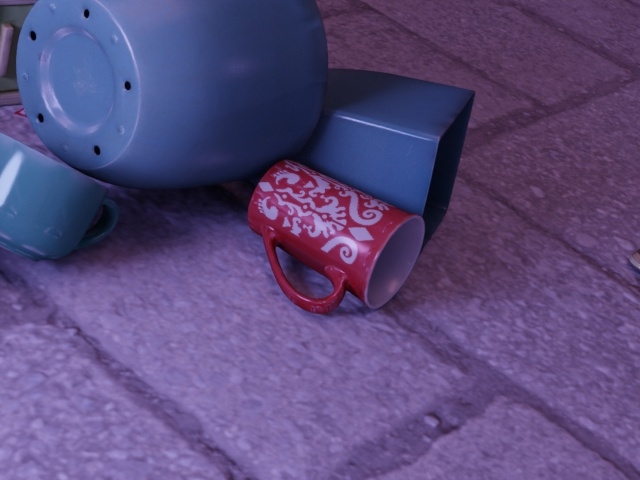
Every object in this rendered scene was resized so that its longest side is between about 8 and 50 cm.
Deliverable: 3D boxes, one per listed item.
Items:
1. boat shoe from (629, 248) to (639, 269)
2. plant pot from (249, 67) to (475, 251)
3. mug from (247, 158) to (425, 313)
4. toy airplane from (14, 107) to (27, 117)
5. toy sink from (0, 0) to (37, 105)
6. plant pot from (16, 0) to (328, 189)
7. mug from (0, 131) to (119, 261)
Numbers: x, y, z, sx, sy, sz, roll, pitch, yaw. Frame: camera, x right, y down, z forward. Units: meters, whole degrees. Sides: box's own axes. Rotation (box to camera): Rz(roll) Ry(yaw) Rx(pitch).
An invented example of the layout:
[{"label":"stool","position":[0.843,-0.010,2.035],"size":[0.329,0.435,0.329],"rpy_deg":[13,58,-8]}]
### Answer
[{"label":"boat shoe","position":[0.449,0.010,1.602],"size":[0.135,0.045,0.050],"rpy_deg":[-13,43,-41]},{"label":"plant pot","position":[0.036,-0.109,1.468],"size":[0.234,0.166,0.165],"rpy_deg":[19,31,13]},{"label":"mug","position":[0.004,-0.009,1.343],"size":[0.169,0.113,0.150],"rpy_deg":[30,31,24]},{"label":"toy airplane","position":[-0.286,-0.142,1.473],"size":[0.151,0.028,0.151],"rpy_deg":[13,33,-9]},{"label":"toy sink","position":[-0.394,-0.249,1.466],"size":[0.234,0.153,0.131],"rpy_deg":[-11,42,-40]},{"label":"plant pot","position":[-0.177,-0.186,1.330],"size":[0.293,0.293,0.235],"rpy_deg":[35,31,25]},{"label":"mug","position":[-0.277,-0.032,1.227],"size":[0.157,0.097,0.129],"rpy_deg":[29,-3,-15]}]
